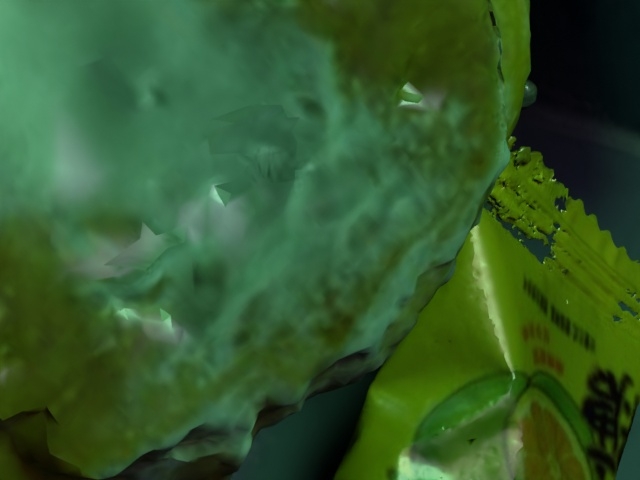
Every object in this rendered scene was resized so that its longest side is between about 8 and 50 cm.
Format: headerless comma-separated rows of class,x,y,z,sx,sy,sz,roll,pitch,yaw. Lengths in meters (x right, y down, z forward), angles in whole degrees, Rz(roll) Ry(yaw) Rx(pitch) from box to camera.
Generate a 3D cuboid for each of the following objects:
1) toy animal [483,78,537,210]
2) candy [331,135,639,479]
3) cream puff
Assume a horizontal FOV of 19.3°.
toy animal,0.004,0.001,0.929,0.138,0.108,0.236,39,75,22
candy,0.080,0.118,0.908,0.187,0.081,0.297,39,68,-41
cream puff,-0.106,-0.094,0.776,0.378,0.275,0.378,-5,107,-18
